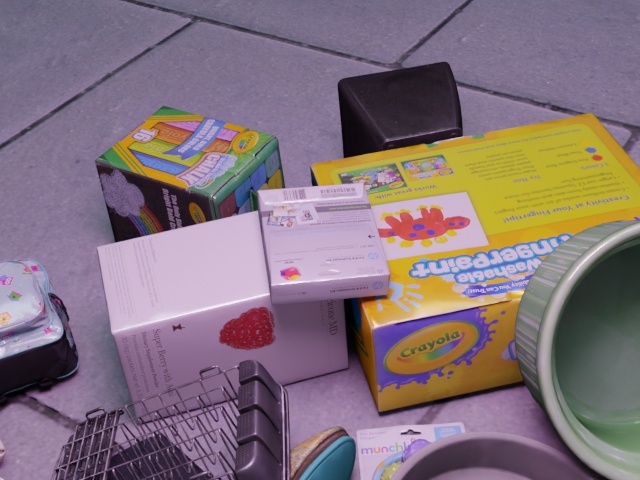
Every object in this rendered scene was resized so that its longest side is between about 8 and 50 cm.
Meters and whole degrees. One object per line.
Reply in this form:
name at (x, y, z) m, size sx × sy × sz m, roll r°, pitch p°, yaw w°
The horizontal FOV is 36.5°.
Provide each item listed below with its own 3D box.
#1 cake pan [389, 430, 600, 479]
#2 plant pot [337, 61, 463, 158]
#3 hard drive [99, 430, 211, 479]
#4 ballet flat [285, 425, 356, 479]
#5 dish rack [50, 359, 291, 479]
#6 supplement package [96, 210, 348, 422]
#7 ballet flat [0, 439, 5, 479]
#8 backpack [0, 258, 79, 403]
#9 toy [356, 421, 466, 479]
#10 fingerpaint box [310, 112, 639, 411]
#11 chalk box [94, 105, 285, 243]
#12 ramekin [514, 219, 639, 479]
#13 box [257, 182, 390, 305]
cake pan at (0.194, 0.337, 1.008) m, size 0.293 × 0.054 × 0.293 m, roll 6°, pitch 46°, yaw -6°
plant pot at (0.143, -0.153, 1.549) m, size 0.188 × 0.187 × 0.167 m, roll -11°, pitch 37°, yaw -7°
hard drive at (-0.240, 0.330, 1.111) m, size 0.255 × 0.054 × 0.172 m, roll -33°, pitch 46°, yaw -30°
ballet flat at (-0.067, 0.324, 1.046) m, size 0.123 × 0.123 × 0.348 m, roll 10°, pitch 39°, yaw 18°
dish rack at (-0.171, 0.242, 1.081) m, size 0.272 × 0.074 × 0.208 m, roll -21°, pitch 28°, yaw 9°
supplement package at (-0.128, 0.091, 1.294) m, size 0.293 × 0.177 × 0.175 m, roll -14°, pitch 40°, yaw -10°
ballet flat at (-0.424, 0.283, 1.193) m, size 0.073 × 0.080 × 0.232 m, roll 14°, pitch 37°, yaw -22°
backpack at (-0.437, 0.109, 1.338) m, size 0.166 × 0.144 × 0.188 m, roll -21°, pitch 38°, yaw -10°
toy at (0.117, 0.290, 1.120) m, size 0.137 × 0.056 × 0.237 m, roll -4°, pitch 39°, yaw 0°
fingerpaint box at (0.243, 0.015, 1.358) m, size 0.445 × 0.163 × 0.371 m, roll -11°, pitch 39°, yaw -7°
chalk box at (-0.165, -0.064, 1.490) m, size 0.289 × 0.180 × 0.179 m, roll 18°, pitch 45°, yaw 24°
ramekin at (0.372, 0.117, 1.113) m, size 0.304 × 0.303 × 0.148 m, roll -10°, pitch 7°, yaw -6°
box at (0.000, 0.000, 1.225) m, size 0.145 × 0.038 × 0.186 m, roll -5°, pitch 39°, yaw -7°
